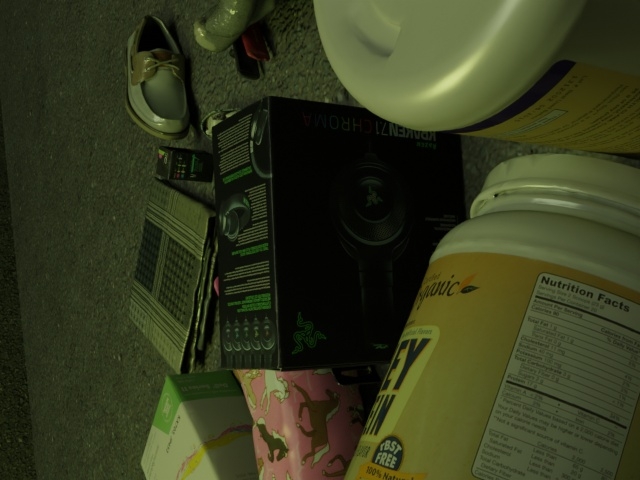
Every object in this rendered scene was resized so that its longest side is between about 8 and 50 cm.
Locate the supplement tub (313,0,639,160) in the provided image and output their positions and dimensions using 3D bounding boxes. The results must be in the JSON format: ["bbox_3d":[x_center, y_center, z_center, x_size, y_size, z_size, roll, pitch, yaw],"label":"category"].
[{"bbox_3d":[0.189,-0.178,0.545,0.241,0.331,0.241,-5,83,56],"label":"supplement tub"}]

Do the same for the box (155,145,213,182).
[{"bbox_3d":[-0.238,-0.134,1.430,0.062,0.083,0.052,26,110,55],"label":"box"}]

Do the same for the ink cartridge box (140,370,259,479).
[{"bbox_3d":[-0.151,0.390,1.238,0.353,0.119,0.207,49,128,46],"label":"ink cartridge box"}]

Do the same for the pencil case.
[{"bbox_3d":[-0.009,0.312,0.992,0.167,0.160,0.386,86,175,-74],"label":"pencil case"}]

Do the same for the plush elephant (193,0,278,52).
[{"bbox_3d":[-0.144,-0.438,1.117,0.330,0.255,0.271,8,83,52],"label":"plush elephant"}]

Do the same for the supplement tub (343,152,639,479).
[{"bbox_3d":[0.161,0.119,0.593,0.228,0.228,0.316,-4,58,57],"label":"supplement tub"}]

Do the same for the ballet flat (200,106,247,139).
[{"bbox_3d":[-0.135,-0.182,1.293,0.188,0.070,0.070,4,92,57],"label":"ballet flat"}]

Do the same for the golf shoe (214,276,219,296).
[{"bbox_3d":[-0.053,-0.032,1.093,0.115,0.140,0.306,38,119,53],"label":"golf shoe"}]

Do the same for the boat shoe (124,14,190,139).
[{"bbox_3d":[-0.310,-0.311,1.524,0.302,0.113,0.103,63,143,38],"label":"boat shoe"}]

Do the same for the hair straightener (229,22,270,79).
[{"bbox_3d":[-0.141,-0.341,1.324,0.089,0.047,0.230,-55,45,40],"label":"hair straightener"}]

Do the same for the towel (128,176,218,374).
[{"bbox_3d":[-0.270,0.061,1.515,0.324,0.056,0.312,30,110,56],"label":"towel"}]

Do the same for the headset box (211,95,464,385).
[{"bbox_3d":[0.024,0.011,0.870,0.131,0.246,0.283,-13,77,57],"label":"headset box"}]
